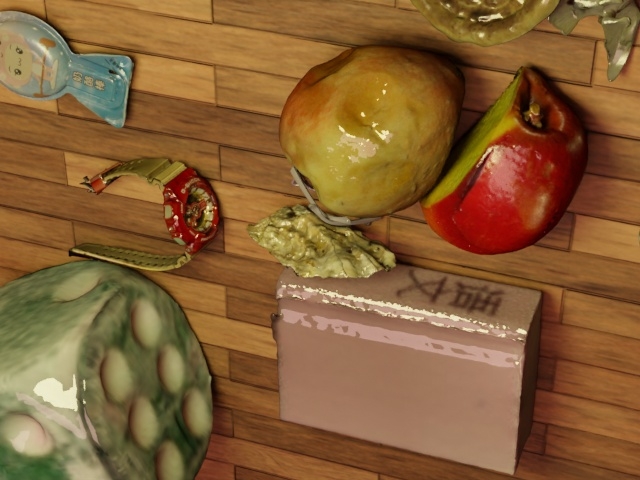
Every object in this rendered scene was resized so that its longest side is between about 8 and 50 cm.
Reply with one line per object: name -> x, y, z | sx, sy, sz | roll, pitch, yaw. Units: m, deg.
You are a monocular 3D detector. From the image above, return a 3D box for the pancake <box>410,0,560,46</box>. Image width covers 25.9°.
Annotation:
pancake -> 0.185, -0.328, 1.589 | 0.235, 0.029, 0.212 | -39, 79, 42

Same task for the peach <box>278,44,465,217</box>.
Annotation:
peach -> 0.076, -0.140, 1.720 | 0.235, 0.214, 0.214 | -30, 109, 20

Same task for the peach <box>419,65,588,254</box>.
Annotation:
peach -> 0.223, -0.060, 1.735 | 0.159, 0.154, 0.267 | 37, 129, -7

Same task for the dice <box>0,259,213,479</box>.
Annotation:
dice -> -0.376, 0.245, 2.101 | 0.348, 0.330, 0.328 | -9, 120, 30

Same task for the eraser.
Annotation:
eraser -> 0.121, 0.166, 1.968 | 0.359, 0.122, 0.272 | 11, 129, 18

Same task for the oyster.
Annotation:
oyster -> 0.009, -0.001, 1.897 | 0.209, 0.133, 0.072 | 26, 129, 48

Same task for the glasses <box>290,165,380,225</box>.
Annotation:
glasses -> 0.013, -0.044, 1.869 | 0.140, 0.103, 0.062 | 28, 129, -3

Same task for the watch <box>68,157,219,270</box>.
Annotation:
watch -> -0.271, -0.037, 2.017 | 0.268, 0.102, 0.164 | 5, 119, 31

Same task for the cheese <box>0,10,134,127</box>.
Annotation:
cheese -> -0.375, -0.242, 1.926 | 0.245, 0.052, 0.135 | 21, 130, 8

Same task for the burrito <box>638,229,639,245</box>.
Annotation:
burrito -> 0.425, -0.053, 1.714 | 0.064, 0.064, 0.203 | 9, 128, 18

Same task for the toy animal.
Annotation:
toy animal -> 0.342, -0.271, 1.570 | 0.155, 0.095, 0.219 | -3, 123, 30
